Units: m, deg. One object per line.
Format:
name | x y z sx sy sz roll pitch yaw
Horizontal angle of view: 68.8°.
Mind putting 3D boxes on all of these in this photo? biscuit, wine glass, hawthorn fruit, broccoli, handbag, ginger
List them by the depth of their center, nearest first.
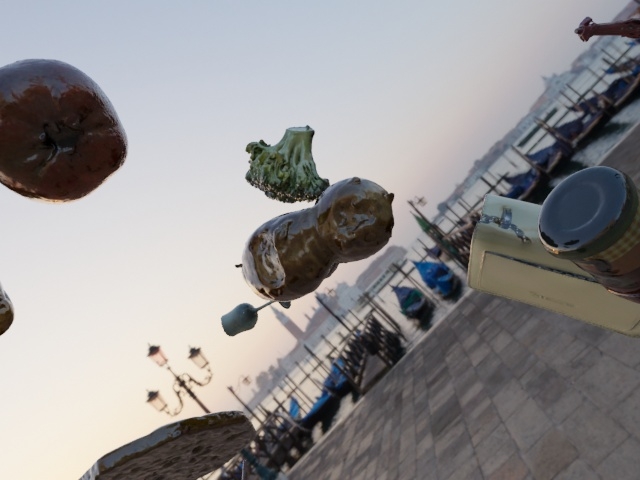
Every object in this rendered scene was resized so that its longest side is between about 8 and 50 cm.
hawthorn fruit | -0.419 -0.167 0.723 0.210 0.210 0.262 -43 30 -15
ginger | -0.011 0.004 0.894 0.357 0.153 0.274 -30 -1 13
biscuit | -0.294 0.430 0.910 0.359 0.046 0.359 -21 -34 -15
handbag | 0.494 0.038 0.941 0.160 0.358 0.237 -65 -24 -19
wine glass | -0.181 0.195 1.284 0.195 0.079 0.079 -29 -3 18
broccoli | -0.095 -0.233 1.410 0.248 0.288 0.246 -56 -24 -77

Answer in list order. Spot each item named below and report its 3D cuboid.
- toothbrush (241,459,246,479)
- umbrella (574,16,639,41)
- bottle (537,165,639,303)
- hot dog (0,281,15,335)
toothbrush | -0.106 0.351 0.646 0.008 0.097 0.006 2 2 -24
umbrella | 0.401 -0.272 0.598 0.165 0.025 0.027 -7 -40 -10
bottle | 0.443 0.016 0.649 0.143 0.271 0.156 -34 35 50
hot dog | -0.639 0.076 0.787 0.158 0.349 0.117 -52 -31 6
